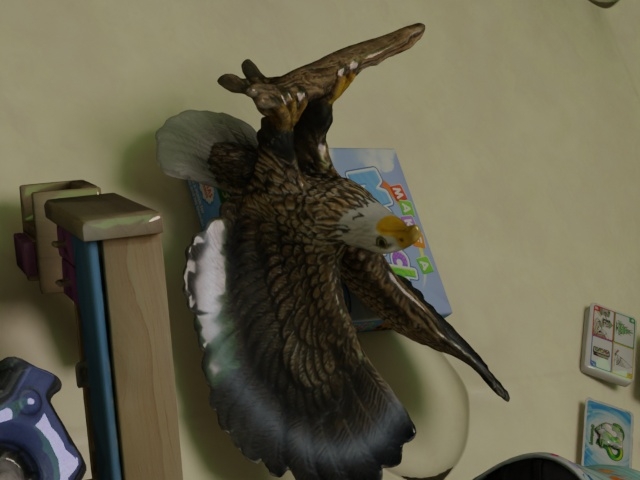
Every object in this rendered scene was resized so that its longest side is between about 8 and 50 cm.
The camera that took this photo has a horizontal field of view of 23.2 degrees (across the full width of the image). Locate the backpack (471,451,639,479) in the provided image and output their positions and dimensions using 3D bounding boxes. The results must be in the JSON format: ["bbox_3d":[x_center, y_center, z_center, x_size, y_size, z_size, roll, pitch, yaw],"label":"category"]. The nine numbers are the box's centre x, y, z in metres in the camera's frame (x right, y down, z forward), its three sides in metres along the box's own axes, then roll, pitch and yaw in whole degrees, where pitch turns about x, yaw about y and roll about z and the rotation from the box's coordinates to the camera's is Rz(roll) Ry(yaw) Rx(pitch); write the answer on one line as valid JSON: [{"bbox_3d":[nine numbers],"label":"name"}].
[{"bbox_3d":[0.186,0.286,1.135,0.191,0.225,0.253,9,49,-41],"label":"backpack"}]

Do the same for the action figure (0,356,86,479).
[{"bbox_3d":[-0.224,0.243,0.777,0.330,0.178,0.341,56,46,-25],"label":"action figure"}]

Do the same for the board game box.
[{"bbox_3d":[0.000,0.000,1.285,0.211,0.039,0.160,-2,66,-42],"label":"board game box"}]

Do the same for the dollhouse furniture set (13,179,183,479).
[{"bbox_3d":[-0.260,0.084,0.954,0.303,0.286,0.198,-6,98,-18],"label":"dollhouse furniture set"}]

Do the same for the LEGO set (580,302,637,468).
[{"bbox_3d":[0.314,0.192,1.438,0.182,0.060,0.244,19,51,-9],"label":"LEGO set"}]

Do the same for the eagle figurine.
[{"bbox_3d":[0.009,0.013,1.157,0.225,0.226,0.298,-109,-173,-74],"label":"eagle figurine"}]
